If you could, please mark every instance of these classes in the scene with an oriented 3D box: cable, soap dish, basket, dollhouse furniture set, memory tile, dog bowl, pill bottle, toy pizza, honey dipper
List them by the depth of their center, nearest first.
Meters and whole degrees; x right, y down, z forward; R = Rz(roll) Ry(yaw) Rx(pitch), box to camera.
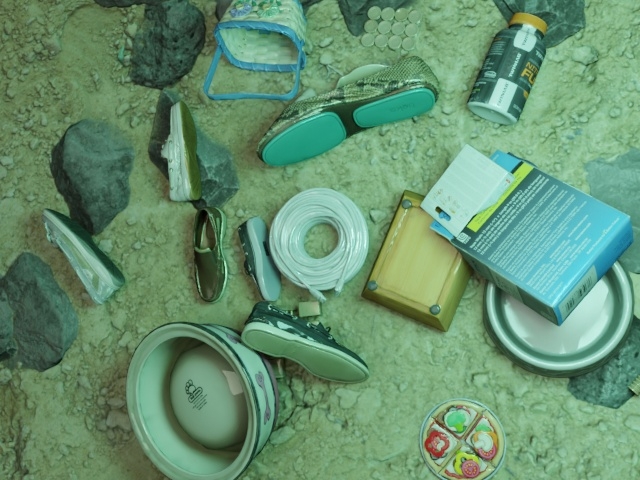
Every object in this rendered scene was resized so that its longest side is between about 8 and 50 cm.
[{"bbox_3d":[0.745,0.276,1.577,0.160,0.030,0.030,-46,73,2],"label":"honey dipper"},{"bbox_3d":[0.535,0.137,1.618,0.349,0.102,0.348,-2,82,16],"label":"dog bowl"},{"bbox_3d":[0.331,0.472,1.671,0.201,0.032,0.201,-2,82,17],"label":"toy pizza"},{"bbox_3d":[0.452,-0.410,1.697,0.130,0.130,0.245,22,90,18],"label":"pill bottle"},{"bbox_3d":[0.247,0.043,1.706,0.229,0.118,0.290,22,90,18],"label":"soap dish"},{"bbox_3d":[-0.279,0.389,1.756,0.408,0.150,0.407,4,98,30],"label":"dog bowl"},{"bbox_3d":[-0.074,0.248,1.784,0.161,0.101,0.181,-8,81,16],"label":"dollhouse furniture set"},{"bbox_3d":[0.000,0.000,1.802,0.257,0.089,0.257,34,92,18],"label":"cable"},{"bbox_3d":[-0.162,-0.493,1.853,0.255,0.201,0.288,3,74,16],"label":"basket"},{"bbox_3d":[0.185,-0.552,1.857,0.148,0.012,0.113,11,86,18],"label":"memory tile"}]

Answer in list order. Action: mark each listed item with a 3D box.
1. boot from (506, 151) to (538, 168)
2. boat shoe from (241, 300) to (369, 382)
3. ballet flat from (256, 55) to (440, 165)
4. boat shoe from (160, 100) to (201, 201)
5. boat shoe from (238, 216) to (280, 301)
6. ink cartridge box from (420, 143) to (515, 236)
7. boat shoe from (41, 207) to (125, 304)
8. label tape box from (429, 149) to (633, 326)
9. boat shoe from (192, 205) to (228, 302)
[{"bbox_3d":[0.501,-0.134,1.677,0.190,0.069,0.086,31,98,19],"label":"boot"},{"bbox_3d":[-0.027,0.241,1.720,0.340,0.127,0.113,22,46,-16],"label":"boat shoe"},{"bbox_3d":[0.057,-0.340,1.812,0.483,0.164,0.182,-20,56,8],"label":"ballet flat"},{"bbox_3d":[-0.392,-0.242,1.944,0.096,0.098,0.277,-8,82,15],"label":"boat shoe"},{"bbox_3d":[-0.168,0.054,1.855,0.076,0.080,0.228,-21,80,31],"label":"boat shoe"},{"bbox_3d":[0.327,-0.108,1.596,0.179,0.045,0.145,-55,44,13],"label":"ink cartridge box"},{"bbox_3d":[-0.679,0.037,1.988,0.103,0.118,0.320,-46,80,2],"label":"boat shoe"},{"bbox_3d":[0.450,-0.015,1.552,0.249,0.115,0.348,-48,49,-6],"label":"label tape box"},{"bbox_3d":[-0.304,0.036,1.883,0.095,0.095,0.257,-6,81,16],"label":"boat shoe"}]
